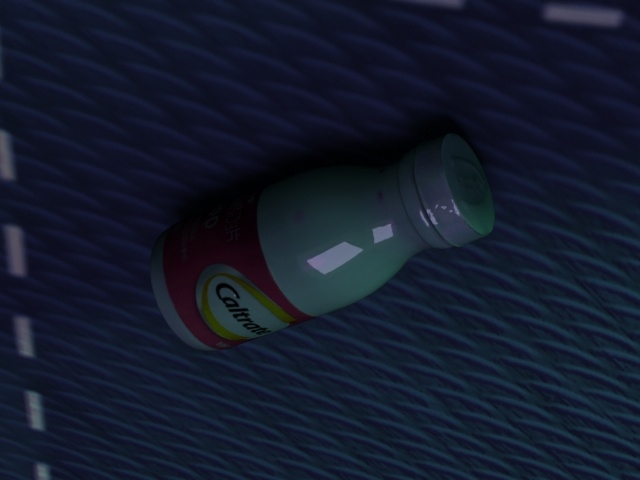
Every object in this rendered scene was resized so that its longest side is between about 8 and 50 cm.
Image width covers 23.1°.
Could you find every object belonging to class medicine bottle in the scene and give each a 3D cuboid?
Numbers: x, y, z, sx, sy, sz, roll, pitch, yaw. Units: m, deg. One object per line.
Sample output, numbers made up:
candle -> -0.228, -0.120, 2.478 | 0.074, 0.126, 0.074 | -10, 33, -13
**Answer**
medicine bottle -> 0.000, 0.000, 0.991 | 0.217, 0.090, 0.090 | -21, 127, 27
